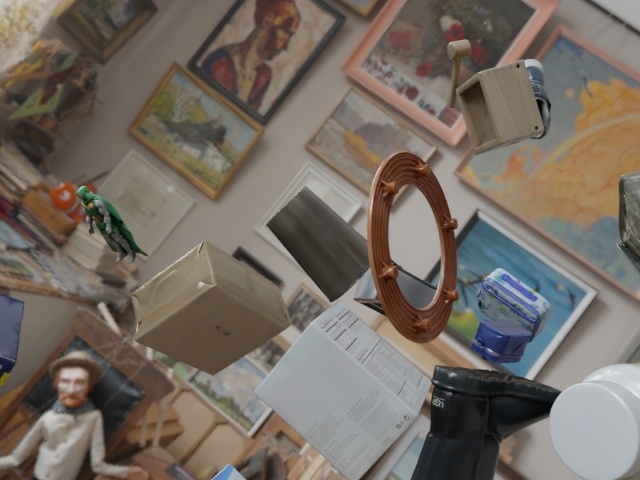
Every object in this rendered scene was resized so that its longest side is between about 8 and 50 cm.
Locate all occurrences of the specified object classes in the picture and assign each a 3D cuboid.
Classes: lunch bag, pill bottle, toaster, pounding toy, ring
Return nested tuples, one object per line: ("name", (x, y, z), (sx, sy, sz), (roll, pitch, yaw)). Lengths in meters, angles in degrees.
("lunch bag", (0.595, 0.199, 2.067), (0.219, 0.090, 0.176), (39, -31, 28))
("pill bottle", (0.462, 0.257, 0.939), (0.301, 0.169, 0.169), (5, 19, -37))
("toaster", (0.189, 0.132, 1.736), (0.186, 0.110, 0.168), (29, -15, -19))
("lunch bag", (0.704, 0.022, 1.306), (0.235, 0.169, 0.287), (-104, 176, -52))
("pounding toy", (0.301, -0.267, 1.194), (0.181, 0.094, 0.206), (168, -94, -83))
("lunch bag", (0.312, 0.180, 1.164), (0.098, 0.065, 0.067), (5, 17, -37))
("ring", (0.176, 0.009, 1.160), (0.032, 0.336, 0.336), (-6, -30, 34))

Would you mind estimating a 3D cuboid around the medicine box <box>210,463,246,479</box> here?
("medicine box", (-0.261, 0.671, 1.422), (0.149, 0.263, 0.289), (38, -46, 19))

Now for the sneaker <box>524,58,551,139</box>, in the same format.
("sneaker", (0.397, -0.246, 1.401), (0.086, 0.226, 0.163), (13, 48, -14))

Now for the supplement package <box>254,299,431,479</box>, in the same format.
("supplement package", (0.052, 0.296, 1.347), (0.263, 0.199, 0.198), (41, 18, 8))

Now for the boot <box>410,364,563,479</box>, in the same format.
("boot", (0.229, 0.289, 0.930), (0.246, 0.207, 0.094), (13, 0, -34))

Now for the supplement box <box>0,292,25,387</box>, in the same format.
("supplement box", (-0.699, 0.255, 1.165), (0.194, 0.356, 0.195), (29, 15, -29))

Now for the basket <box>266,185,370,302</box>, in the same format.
("basket", (0.000, 0.000, 1.509), (0.227, 0.154, 0.204), (46, 23, -3))

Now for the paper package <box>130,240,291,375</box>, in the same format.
("paper package", (-0.308, 0.201, 1.862), (0.325, 0.309, 0.168), (38, 23, -45))

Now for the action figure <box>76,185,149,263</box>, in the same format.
("action figure", (-0.541, -0.041, 1.675), (0.137, 0.063, 0.232), (1, -48, 33))
